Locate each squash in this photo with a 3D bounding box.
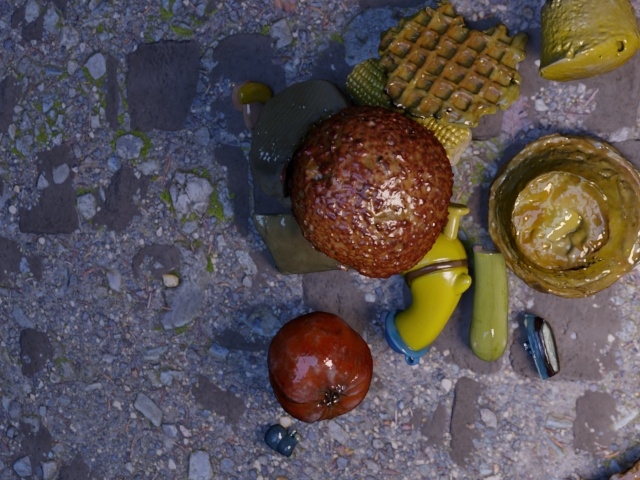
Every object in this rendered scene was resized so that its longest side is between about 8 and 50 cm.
[{"bbox_3d":[0.345,0.129,1.919,0.083,0.083,0.250,7,110,26],"label":"squash"}]

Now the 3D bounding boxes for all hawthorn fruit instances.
[{"bbox_3d":[-0.018,0.257,2.077,0.242,0.242,0.272,-54,41,21],"label":"hawthorn fruit"}]

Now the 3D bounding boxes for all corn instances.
[{"bbox_3d":[0.178,-0.270,1.967,0.305,0.122,0.123,43,140,19],"label":"corn"}]

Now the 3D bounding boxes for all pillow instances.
[{"bbox_3d":[0.000,0.000,2.074,0.302,0.075,0.185,-5,128,28],"label":"pillow"}]

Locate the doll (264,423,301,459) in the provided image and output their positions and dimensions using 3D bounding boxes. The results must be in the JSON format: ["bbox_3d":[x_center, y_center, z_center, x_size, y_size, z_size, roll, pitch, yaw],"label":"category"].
[{"bbox_3d":[-0.091,0.467,2.212,0.083,0.050,0.076,31,104,23],"label":"doll"}]

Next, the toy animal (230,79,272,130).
[{"bbox_3d":[-0.160,-0.317,2.155,0.082,0.091,0.114,13,132,42],"label":"toy animal"}]

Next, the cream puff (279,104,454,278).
[{"bbox_3d":[0.112,-0.101,1.794,0.228,0.350,0.350,-14,89,62],"label":"cream puff"}]

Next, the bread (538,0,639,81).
[{"bbox_3d":[0.490,-0.384,1.747,0.197,0.197,0.171,-11,86,27],"label":"bread"}]

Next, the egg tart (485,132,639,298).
[{"bbox_3d":[0.473,-0.047,1.830,0.341,0.129,0.341,2,95,26],"label":"egg tart"}]

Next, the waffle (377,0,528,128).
[{"bbox_3d":[0.257,-0.354,1.886,0.300,0.058,0.282,6,72,12],"label":"waffle"}]

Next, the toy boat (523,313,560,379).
[{"bbox_3d":[0.443,0.214,1.910,0.061,0.060,0.137,-12,96,52],"label":"toy boat"}]

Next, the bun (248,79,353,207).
[{"bbox_3d":[-0.023,-0.196,2.021,0.281,0.205,0.282,-20,49,24],"label":"bun"}]

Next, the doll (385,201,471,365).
[{"bbox_3d":[0.224,0.093,1.956,0.199,0.145,0.363,27,112,48],"label":"doll"}]

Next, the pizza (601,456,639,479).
[{"bbox_3d":[0.595,0.587,1.840,0.277,0.114,0.409,4,97,25],"label":"pizza"}]
